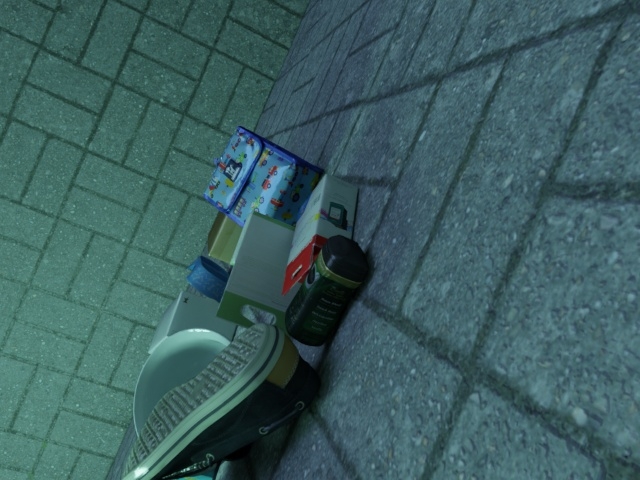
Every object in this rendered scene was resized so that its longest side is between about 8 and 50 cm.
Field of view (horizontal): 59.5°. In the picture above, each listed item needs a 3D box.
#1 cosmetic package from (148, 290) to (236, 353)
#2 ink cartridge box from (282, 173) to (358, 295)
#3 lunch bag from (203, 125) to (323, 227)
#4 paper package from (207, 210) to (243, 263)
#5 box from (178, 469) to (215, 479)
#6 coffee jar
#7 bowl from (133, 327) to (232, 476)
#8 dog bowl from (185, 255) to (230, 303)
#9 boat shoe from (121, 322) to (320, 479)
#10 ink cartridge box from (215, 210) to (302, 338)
[{"bbox_3d":[-0.410,0.293,1.785,0.365,0.196,0.155,-38,33,61],"label":"cosmetic package"},{"bbox_3d":[0.000,0.000,1.102,0.134,0.078,0.231,-48,25,48],"label":"ink cartridge box"},{"bbox_3d":[-0.175,-0.159,1.488,0.293,0.138,0.221,32,102,30],"label":"lunch bag"},{"bbox_3d":[-0.209,-0.095,1.721,0.325,0.168,0.309,-66,15,7],"label":"paper package"},{"bbox_3d":[-0.340,0.593,1.336,0.244,0.100,0.060,-58,20,30],"label":"box"},{"bbox_3d":[0.011,0.085,0.956,0.184,0.079,0.096,-60,18,23],"label":"coffee jar"},{"bbox_3d":[-0.243,0.344,1.206,0.297,0.134,0.298,-8,72,24],"label":"bowl"},{"bbox_3d":[-0.398,0.136,2.033,0.074,0.166,0.297,-54,17,1],"label":"dog bowl"},{"bbox_3d":[-0.195,0.330,1.004,0.500,0.156,0.187,-41,22,28],"label":"boat shoe"},{"bbox_3d":[-0.108,0.076,1.173,0.056,0.171,0.235,-16,53,70],"label":"ink cartridge box"}]
